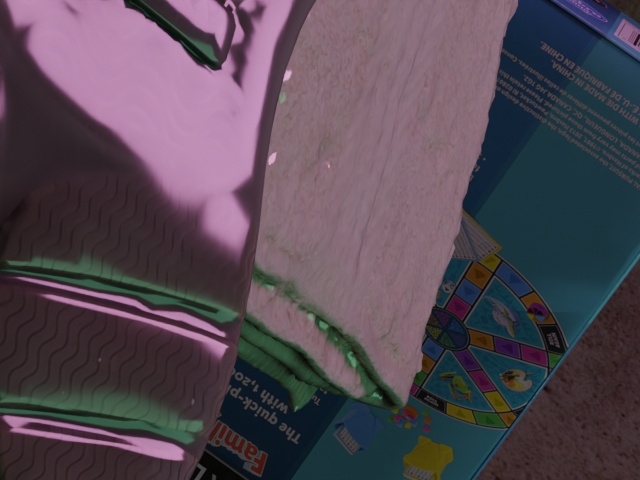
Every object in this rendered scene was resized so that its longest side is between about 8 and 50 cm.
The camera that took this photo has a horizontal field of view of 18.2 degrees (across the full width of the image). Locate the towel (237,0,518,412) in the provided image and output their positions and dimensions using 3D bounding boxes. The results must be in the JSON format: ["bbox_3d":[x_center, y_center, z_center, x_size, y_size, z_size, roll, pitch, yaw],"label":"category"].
[{"bbox_3d":[0.019,-0.095,0.603,0.187,0.049,0.282,46,59,-65],"label":"towel"}]

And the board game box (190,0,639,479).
[{"bbox_3d":[0.000,0.000,0.959,0.336,0.254,0.079,-56,177,20],"label":"board game box"}]

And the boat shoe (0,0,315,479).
[{"bbox_3d":[-0.064,-0.088,0.448,0.130,0.132,0.355,-3,-125,42],"label":"boat shoe"}]
